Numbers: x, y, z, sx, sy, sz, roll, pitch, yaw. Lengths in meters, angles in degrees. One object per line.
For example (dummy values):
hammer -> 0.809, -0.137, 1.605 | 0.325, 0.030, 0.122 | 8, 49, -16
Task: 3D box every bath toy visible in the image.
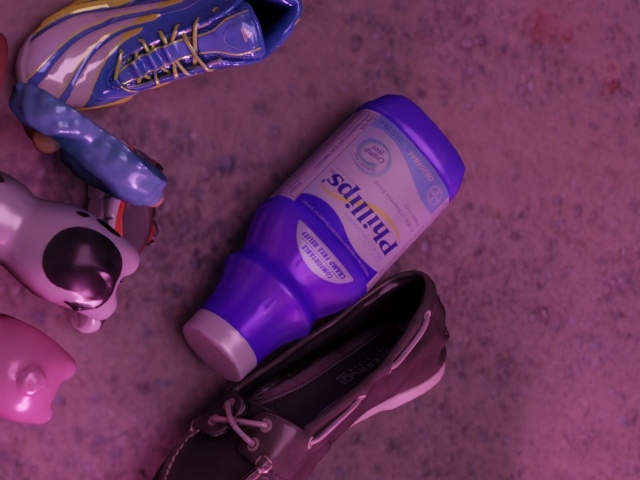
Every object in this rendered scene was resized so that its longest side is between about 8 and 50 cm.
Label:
bath toy -> -0.250, 0.063, 1.166 | 0.348, 0.151, 0.129 | -66, 157, -8

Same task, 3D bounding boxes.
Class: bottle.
bottle -> 0.000, 0.000, 1.347 | 0.283, 0.092, 0.118 | -45, 101, -23

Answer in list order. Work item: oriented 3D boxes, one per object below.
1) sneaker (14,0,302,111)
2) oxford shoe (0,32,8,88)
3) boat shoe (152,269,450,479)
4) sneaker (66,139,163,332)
sneaker -> -0.119, -0.165, 1.247 | 0.240, 0.126, 0.091 | -25, 105, -30
oxford shoe -> -0.345, -0.026, 1.112 | 0.130, 0.123, 0.348 | 36, 72, -23
boat shoe -> -0.020, 0.129, 1.321 | 0.335, 0.112, 0.095 | -32, 133, -35
sneaker -> -0.158, 0.001, 1.270 | 0.065, 0.061, 0.157 | 18, 83, -38
